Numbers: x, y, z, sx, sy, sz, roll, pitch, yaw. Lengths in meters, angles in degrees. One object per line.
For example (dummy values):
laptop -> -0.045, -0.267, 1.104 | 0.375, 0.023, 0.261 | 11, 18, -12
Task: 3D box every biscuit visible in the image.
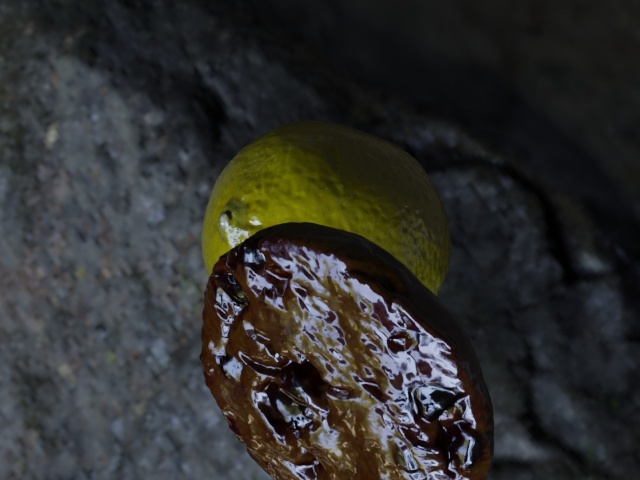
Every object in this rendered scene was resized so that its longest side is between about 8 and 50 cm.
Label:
biscuit -> 0.011, 0.079, 0.807 | 0.192, 0.049, 0.192 | 25, 136, 27

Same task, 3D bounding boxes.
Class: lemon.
lemon -> 0.000, 0.000, 1.138 | 0.178, 0.203, 0.178 | -9, 76, 43
